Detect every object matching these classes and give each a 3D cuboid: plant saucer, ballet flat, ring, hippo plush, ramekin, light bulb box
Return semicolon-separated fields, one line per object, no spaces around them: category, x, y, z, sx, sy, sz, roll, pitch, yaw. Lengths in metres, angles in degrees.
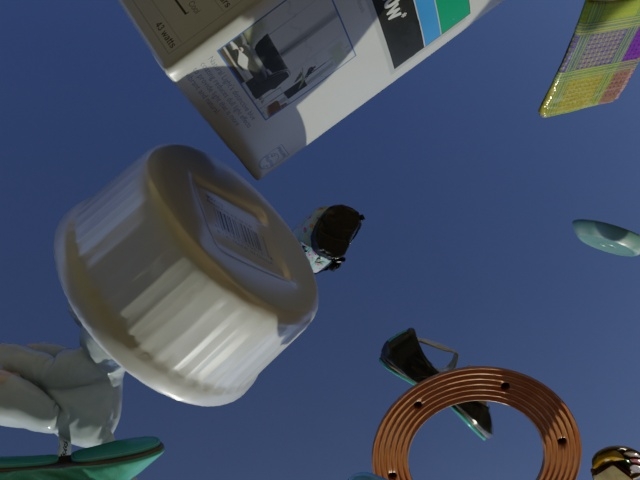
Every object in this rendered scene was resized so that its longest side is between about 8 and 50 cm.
plant saucer;0.443;-0.001;1.032;0.119;0.119;0.021;24;-95;-15
ballet flat;-0.328;0.314;0.872;0.247;0.083;0.087;-2;-91;-19
ring;0.252;0.350;1.098;0.337;0.032;0.336;0;-72;1
ballet flat;0.228;0.248;1.178;0.280;0.095;0.096;38;-87;-20
hippo plush;-0.369;0.174;1.020;0.234;0.294;0.236;22;-78;-36
ramekin;-0.129;0.026;0.729;0.277;0.135;0.277;43;-160;-19
light bulb box;-0.047;-0.334;0.744;0.361;0.225;0.358;-36;-117;2

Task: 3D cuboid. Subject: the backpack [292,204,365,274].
backpack;0.000;0.000;1.496;0.115;0.182;0.152;39;-120;-9

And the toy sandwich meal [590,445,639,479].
toy sandwich meal;0.436;0.335;0.984;0.086;0.085;0.029;36;-142;-9

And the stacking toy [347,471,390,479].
stacking toy;0.018;0.320;0.550;0.166;0.302;0.175;21;-88;23

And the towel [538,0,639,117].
towel;0.167;-0.109;0.402;0.060;0.083;0.009;-13;-126;-15
